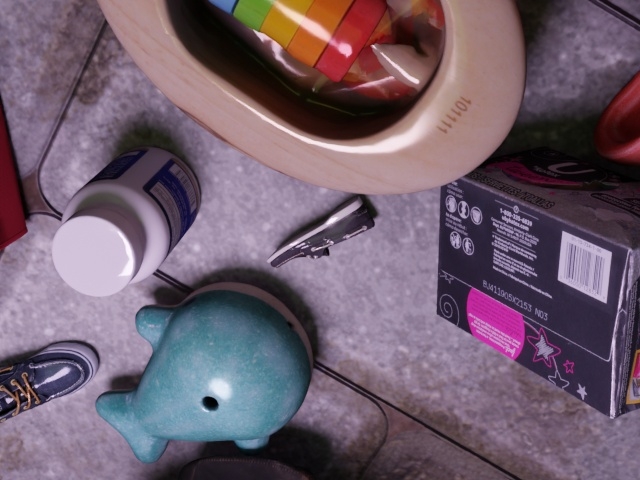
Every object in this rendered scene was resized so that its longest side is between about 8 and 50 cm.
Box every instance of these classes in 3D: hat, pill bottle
[{"bbox_3d":[-0.076,0.313,1.205,0.331,0.331,0.134,12,72,6],"label":"hat"},{"bbox_3d":[-0.200,-0.018,1.089,0.112,0.187,0.112,4,112,9],"label":"pill bottle"}]

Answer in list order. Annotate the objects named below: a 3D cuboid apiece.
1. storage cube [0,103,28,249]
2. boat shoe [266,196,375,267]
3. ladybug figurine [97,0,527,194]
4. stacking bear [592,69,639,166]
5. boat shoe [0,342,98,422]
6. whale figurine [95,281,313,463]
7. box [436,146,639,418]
[{"bbox_3d":[-0.442,-0.067,1.105,0.183,0.215,0.193,-5,105,13],"label":"storage cube"},{"bbox_3d":[0.000,0.000,1.138,0.125,0.046,0.038,-32,98,12],"label":"boat shoe"},{"bbox_3d":[-0.014,-0.231,0.983,0.449,0.162,0.305,37,114,-6],"label":"ladybug figurine"},{"bbox_3d":[0.425,-0.072,0.976,0.289,0.164,0.175,30,114,-7],"label":"stacking bear"},{"bbox_3d":[-0.352,0.179,1.252,0.183,0.083,0.065,-18,107,16],"label":"boat shoe"},{"bbox_3d":[-0.138,0.167,1.177,0.272,0.141,0.216,-32,103,22],"label":"whale figurine"},{"bbox_3d":[0.237,0.024,0.983,0.142,0.247,0.163,-13,115,-30],"label":"box"}]
